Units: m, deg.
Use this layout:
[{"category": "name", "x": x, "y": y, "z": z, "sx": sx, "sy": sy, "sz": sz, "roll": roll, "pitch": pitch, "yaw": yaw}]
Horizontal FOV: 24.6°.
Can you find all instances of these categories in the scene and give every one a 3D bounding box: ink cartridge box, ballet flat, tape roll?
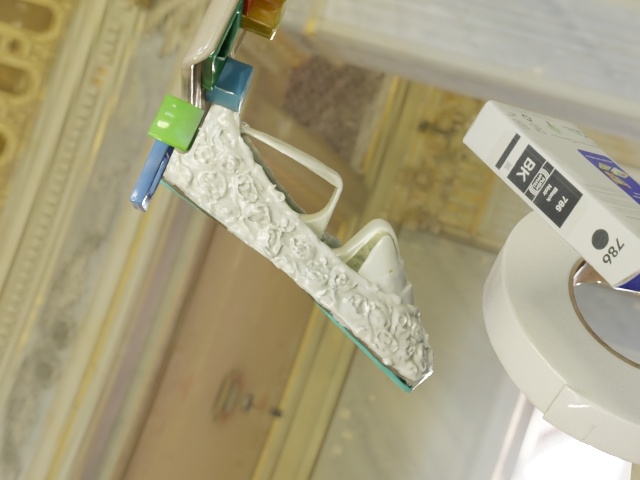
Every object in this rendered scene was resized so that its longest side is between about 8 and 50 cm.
[{"category": "ink cartridge box", "x": 0.307, "y": -0.024, "z": 1.550, "sx": 0.165, "sy": 0.332, "sz": 0.065, "roll": 10, "pitch": -61, "yaw": -44}, {"category": "ballet flat", "x": 0.000, "y": 0.000, "z": 1.598, "sx": 0.147, "sy": 0.409, "sz": 0.147, "roll": -45, "pitch": 14, "yaw": 15}, {"category": "tape roll", "x": 0.393, "y": 0.109, "z": 1.856, "sx": 0.392, "sy": 0.392, "sz": 0.072, "roll": -51, "pitch": -10, "yaw": -46}]

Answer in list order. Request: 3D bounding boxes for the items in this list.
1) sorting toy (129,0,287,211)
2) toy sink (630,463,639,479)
[{"category": "sorting toy", "x": -0.063, "y": -0.176, "z": 1.202, "sx": 0.196, "sy": 0.047, "sz": 0.347, "roll": 116, "pitch": 177, "yaw": -69}, {"category": "toy sink", "x": 0.498, "y": 0.393, "z": 1.987, "sx": 0.131, "sy": 0.153, "sz": 0.234, "roll": -88, "pitch": -2, "yaw": -72}]
